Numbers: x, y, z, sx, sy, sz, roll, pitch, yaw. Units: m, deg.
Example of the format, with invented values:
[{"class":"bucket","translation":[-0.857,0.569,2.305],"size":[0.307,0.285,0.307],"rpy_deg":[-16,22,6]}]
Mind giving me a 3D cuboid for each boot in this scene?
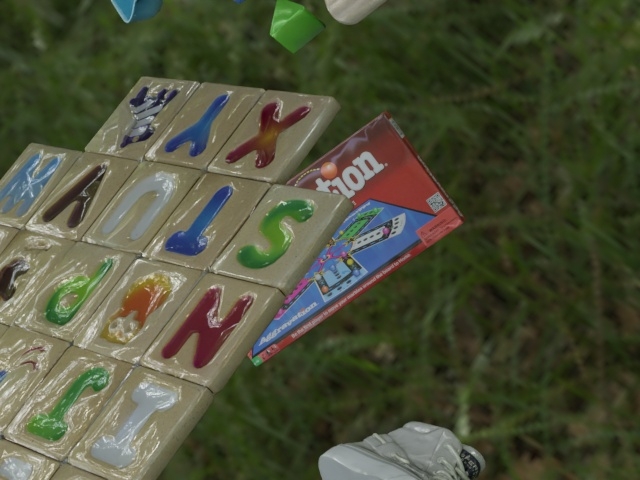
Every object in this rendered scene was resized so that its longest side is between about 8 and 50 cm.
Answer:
[{"class":"boot","translation":[0.104,0.227,1.813],"size":[0.123,0.095,0.258],"rpy_deg":[-23,20,-20]}]

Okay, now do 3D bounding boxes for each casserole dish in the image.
[{"class":"casserole dish","translation":[-0.194,-0.299,2.065],"size":[0.188,0.037,0.114],"rpy_deg":[-126,44,-63]}]

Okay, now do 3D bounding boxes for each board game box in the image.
[{"class":"board game box","translation":[0.000,0.000,2.059],"size":[0.281,0.145,0.027],"rpy_deg":[-36,2,16]}]

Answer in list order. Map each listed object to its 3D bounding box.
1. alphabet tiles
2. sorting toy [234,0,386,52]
[{"class":"alphabet tiles","translation":[-0.139,0.049,0.968],"size":[0.285,0.011,0.342],"rpy_deg":[12,60,49]},{"class":"sorting toy","translation":[0.070,-0.288,1.617],"size":[0.347,0.047,0.196],"rpy_deg":[-36,44,20]}]
